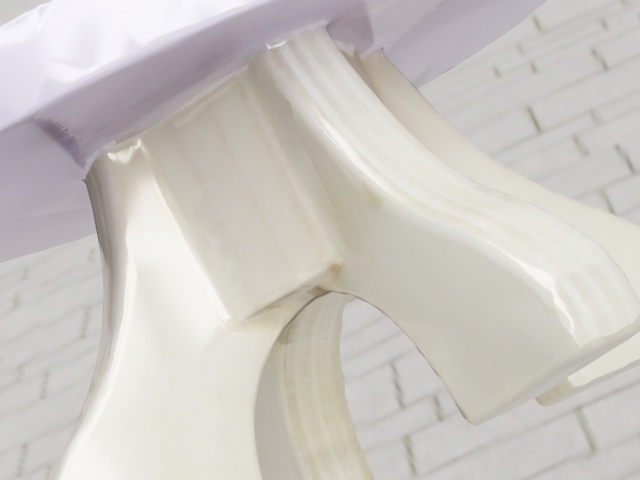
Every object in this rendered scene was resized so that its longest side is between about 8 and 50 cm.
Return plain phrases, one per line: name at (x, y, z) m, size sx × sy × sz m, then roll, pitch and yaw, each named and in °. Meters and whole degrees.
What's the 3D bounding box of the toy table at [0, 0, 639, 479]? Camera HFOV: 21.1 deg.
toy table at (0.000, 0.000, 0.550) m, size 0.274 × 0.161 × 0.252 m, roll -25°, pitch -11°, yaw -16°
